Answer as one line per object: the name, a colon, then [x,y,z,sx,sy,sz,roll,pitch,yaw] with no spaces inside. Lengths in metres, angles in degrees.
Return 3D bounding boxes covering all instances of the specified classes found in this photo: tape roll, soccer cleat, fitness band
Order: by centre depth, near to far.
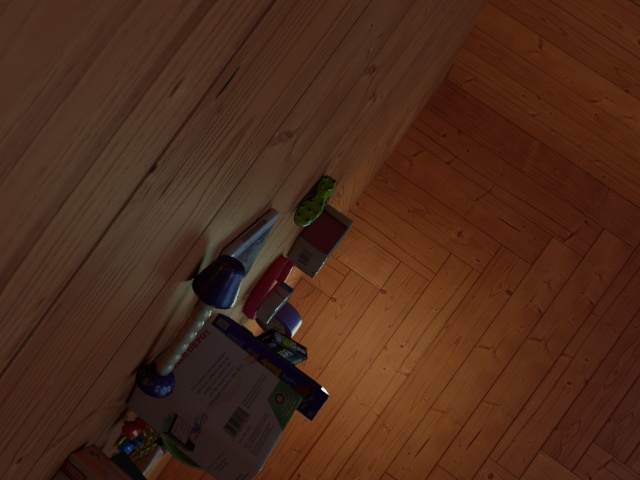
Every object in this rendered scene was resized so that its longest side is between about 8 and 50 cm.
soccer cleat: [-0.014,-0.097,1.275,0.178,0.060,0.072,-56,179,-28]
fitness band: [-0.179,0.162,1.639,0.209,0.054,0.290,-49,173,-32]
tape roll: [-0.177,0.321,1.986,0.080,0.189,0.189,-52,176,-38]

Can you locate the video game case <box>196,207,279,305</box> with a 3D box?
video game case: [-0.166,0.048,0.952,0.201,0.023,0.183,-57,175,37]

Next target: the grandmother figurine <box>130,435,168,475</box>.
grandmother figurine: [-0.504,0.631,1.463,0.208,0.104,0.342,-23,-161,34]

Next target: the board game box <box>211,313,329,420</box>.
board game box: [-0.146,0.339,1.318,0.078,0.347,0.233,-53,176,-12]

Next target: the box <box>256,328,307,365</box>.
box: [-0.224,0.476,1.980,0.270,0.216,0.060,-30,-138,23]

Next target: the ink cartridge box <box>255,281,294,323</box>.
ink cartridge box: [-0.150,0.204,1.581,0.088,0.052,0.122,-57,174,38]

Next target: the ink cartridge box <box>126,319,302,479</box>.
ink cartridge box: [-0.207,0.322,0.969,0.117,0.278,0.201,-53,177,32]

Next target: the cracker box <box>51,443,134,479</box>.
cracker box: [-0.410,0.489,0.803,0.232,0.156,0.067,-54,169,-2]

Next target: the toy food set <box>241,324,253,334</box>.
toy food set: [-0.307,0.415,1.837,0.111,0.105,0.232,-56,176,20]

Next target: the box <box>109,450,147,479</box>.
box: [-0.451,0.586,0.939,0.270,0.165,0.143,-56,159,12]

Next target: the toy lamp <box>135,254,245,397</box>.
toy lamp: [-0.214,0.142,0.798,0.274,0.080,0.080,-55,176,15]

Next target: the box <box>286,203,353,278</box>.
box: [0.000,0.000,1.780,0.232,0.127,0.148,-51,175,-46]

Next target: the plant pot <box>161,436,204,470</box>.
plant pot: [-0.291,0.437,1.361,0.274,0.275,0.293,-55,-167,2]

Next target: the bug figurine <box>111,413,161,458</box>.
bug figurine: [-0.353,0.401,1.072,0.216,0.072,0.279,-22,161,-36]
